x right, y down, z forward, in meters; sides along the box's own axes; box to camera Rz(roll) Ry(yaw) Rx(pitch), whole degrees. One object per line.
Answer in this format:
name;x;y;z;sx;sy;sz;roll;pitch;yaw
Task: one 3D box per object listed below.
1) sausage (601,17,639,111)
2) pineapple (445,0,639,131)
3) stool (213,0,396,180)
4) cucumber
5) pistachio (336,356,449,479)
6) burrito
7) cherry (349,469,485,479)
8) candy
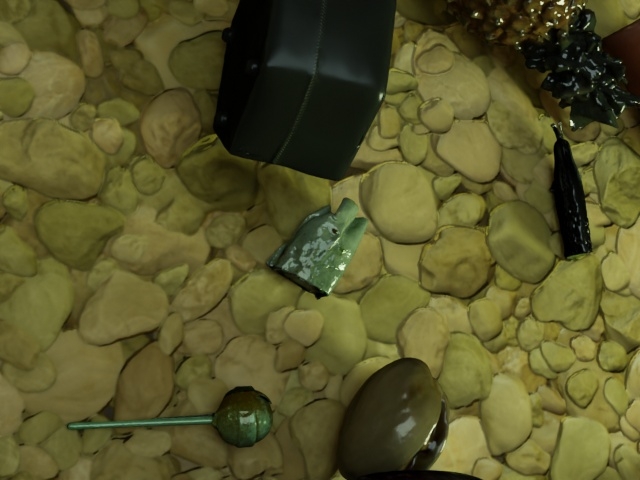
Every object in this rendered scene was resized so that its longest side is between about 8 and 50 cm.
sausage;0.457;-0.167;1.350;0.113;0.113;0.259;-33;89;-24
pineapple;0.251;-0.286;1.269;0.202;0.202;0.362;-46;109;-24
stool;-0.022;-0.183;1.117;0.141;0.232;0.232;12;73;-16
cucumber;0.295;-0.059;1.303;0.039;0.043;0.163;-13;75;20
pistachio;0.075;0.191;1.124;0.113;0.113;0.149;42;74;-7
burrito;0.003;0.002;1.173;0.074;0.044;0.118;36;71;-5
cherry;0.086;0.339;1.020;0.296;0.218;0.255;-5;99;-35
candy;-0.147;0.177;1.077;0.202;0.061;0.061;0;77;-12
